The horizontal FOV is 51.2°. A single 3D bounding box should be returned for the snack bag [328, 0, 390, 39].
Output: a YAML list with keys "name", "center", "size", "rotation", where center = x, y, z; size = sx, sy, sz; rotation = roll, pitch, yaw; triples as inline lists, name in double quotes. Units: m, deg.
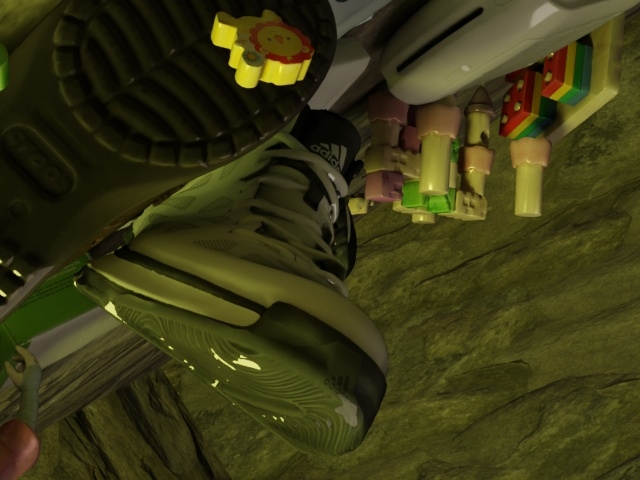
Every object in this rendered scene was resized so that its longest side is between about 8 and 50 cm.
- name: "snack bag"
  center: [0.126, -0.294, 0.509]
  size: [0.323, 0.037, 0.342]
  rotation: [-36, 180, -2]

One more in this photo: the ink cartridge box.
- name: "ink cartridge box"
  center: [-0.309, 0.072, 0.843]
  size: [0.255, 0.097, 0.189]
  rotation: [-31, 173, -45]

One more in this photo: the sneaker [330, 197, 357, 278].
- name: "sneaker"
  center: [0.000, 0.000, 0.770]
  size: [0.107, 0.124, 0.283]
  rotation: [-42, -155, 2]

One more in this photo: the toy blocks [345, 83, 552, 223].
- name: "toy blocks"
  center: [0.173, -0.176, 1.095]
  size: [0.289, 0.260, 0.309]
  rotation: [8, 173, -38]

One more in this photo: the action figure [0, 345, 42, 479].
- name: "action figure"
  center: [-0.402, 0.227, 0.610]
  size: [0.248, 0.275, 0.370]
  rotation: [11, 168, -32]

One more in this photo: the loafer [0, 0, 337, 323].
- name: "loafer"
  center: [-0.150, -0.073, 0.431]
  size: [0.366, 0.133, 0.130]
  rotation: [-38, -164, -17]

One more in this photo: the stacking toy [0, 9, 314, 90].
- name: "stacking toy"
  center: [-0.082, -0.133, 0.291]
  size: [0.221, 0.052, 0.167]
  rotation: [-13, 153, -28]

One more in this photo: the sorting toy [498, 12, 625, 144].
- name: "sorting toy"
  center: [0.404, -0.310, 1.155]
  size: [0.257, 0.089, 0.255]
  rotation: [126, -21, -68]

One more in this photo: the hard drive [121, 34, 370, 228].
- name: "hard drive"
  center: [-0.127, -0.099, 0.691]
  size: [0.353, 0.047, 0.233]
  rotation: [-29, 173, -44]

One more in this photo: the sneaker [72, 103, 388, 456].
- name: "sneaker"
  center: [-0.044, -0.023, 0.519]
  size: [0.257, 0.169, 0.447]
  rotation: [-52, -158, -13]

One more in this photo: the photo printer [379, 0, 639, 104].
- name: "photo printer"
  center: [0.234, -0.273, 0.819]
  size: [0.308, 0.107, 0.256]
  rotation: [-27, -179, -37]
